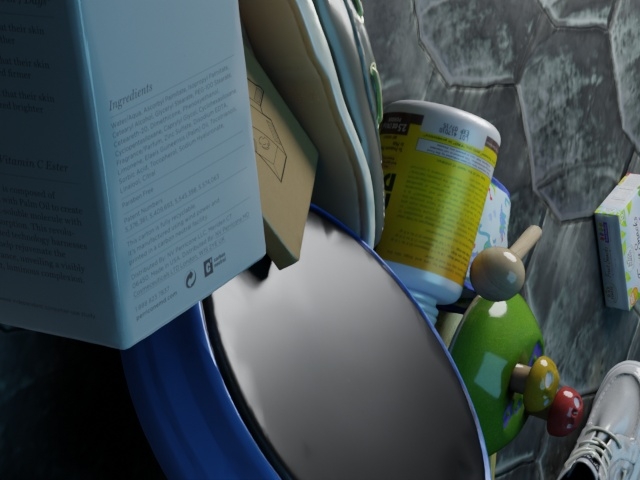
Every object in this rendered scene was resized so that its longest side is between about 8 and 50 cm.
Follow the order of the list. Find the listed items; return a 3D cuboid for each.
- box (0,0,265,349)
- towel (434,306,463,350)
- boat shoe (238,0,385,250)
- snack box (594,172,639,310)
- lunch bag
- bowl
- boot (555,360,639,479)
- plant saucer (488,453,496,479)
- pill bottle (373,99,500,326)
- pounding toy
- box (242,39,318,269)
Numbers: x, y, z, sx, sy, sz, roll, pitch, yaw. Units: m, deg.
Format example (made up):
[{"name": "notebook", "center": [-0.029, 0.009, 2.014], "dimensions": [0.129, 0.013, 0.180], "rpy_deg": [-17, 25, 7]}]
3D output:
[{"name": "box", "center": [-0.184, -0.129, 1.248], "dimensions": [0.168, 0.215, 0.345], "rpy_deg": [-34, 126, -49]}, {"name": "towel", "center": [0.126, 0.091, 1.965], "dimensions": [0.148, 0.027, 0.110], "rpy_deg": [-61, 144, -29]}, {"name": "boat shoe", "center": [0.009, -0.119, 1.652], "dimensions": [0.091, 0.109, 0.305], "rpy_deg": [-42, 127, -39]}, {"name": "snack box", "center": [0.383, 0.001, 2.335], "dimensions": [0.100, 0.037, 0.141], "rpy_deg": [-44, 133, -42]}, {"name": "lunch bag", "center": [0.145, 0.004, 1.897], "dimensions": [0.151, 0.096, 0.128], "rpy_deg": [25, 69, -55]}, {"name": "bowl", "center": [0.002, 0.128, 1.528], "dimensions": [0.391, 0.077, 0.391], "rpy_deg": [39, 32, -30]}, {"name": "boot", "center": [0.347, 0.269, 2.290], "dimensions": [0.123, 0.095, 0.258], "rpy_deg": [22, 80, -64]}, {"name": "plant saucer", "center": [0.059, 0.321, 1.869], "dimensions": [0.333, 0.081, 0.332], "rpy_deg": [-11, 107, -55]}, {"name": "pill bottle", "center": [0.090, -0.016, 1.773], "dimensions": [0.117, 0.117, 0.215], "rpy_deg": [28, 75, -56]}, {"name": "pounding toy", "center": [0.201, 0.119, 1.830], "dimensions": [0.183, 0.110, 0.237], "rpy_deg": [-18, 121, -62]}, {"name": "box", "center": [-0.067, -0.097, 1.513], "dimensions": [0.201, 0.021, 0.164], "rpy_deg": [55, 25, -29]}]
